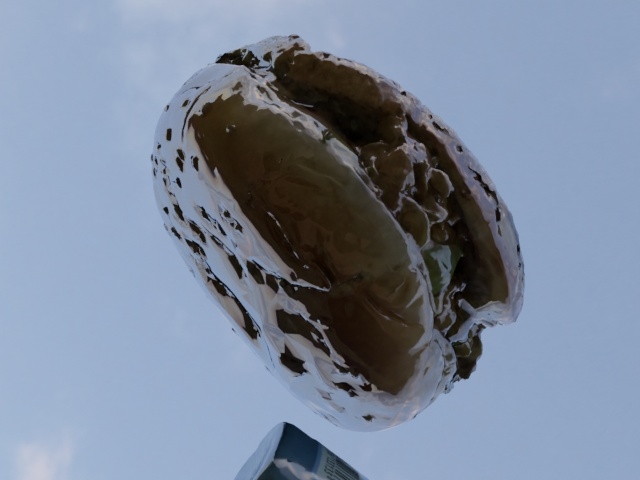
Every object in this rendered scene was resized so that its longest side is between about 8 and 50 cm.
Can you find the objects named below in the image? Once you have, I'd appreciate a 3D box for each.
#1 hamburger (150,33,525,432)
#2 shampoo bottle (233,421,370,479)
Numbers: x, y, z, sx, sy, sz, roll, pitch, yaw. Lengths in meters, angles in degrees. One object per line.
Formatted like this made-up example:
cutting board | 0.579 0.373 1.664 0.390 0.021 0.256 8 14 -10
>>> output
hamburger | 0.000 0.000 0.813 0.146 0.286 0.243 -42 -120 -17
shampoo bottle | 0.068 0.192 0.684 0.258 0.104 0.061 36 -86 -2
